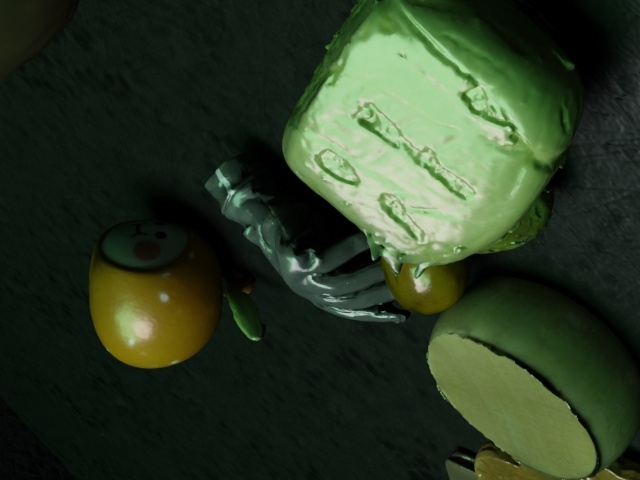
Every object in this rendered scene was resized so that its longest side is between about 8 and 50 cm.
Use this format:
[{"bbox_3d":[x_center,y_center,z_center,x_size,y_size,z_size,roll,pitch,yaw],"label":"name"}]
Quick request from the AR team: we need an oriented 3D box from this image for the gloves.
[{"bbox_3d":[-0.010,0.005,1.823,0.285,0.119,0.142,33,-175,11],"label":"gloves"}]

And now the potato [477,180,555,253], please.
[{"bbox_3d":[0.134,-0.045,1.524,0.225,0.090,0.117,-1,105,47],"label":"potato"}]

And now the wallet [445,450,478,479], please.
[{"bbox_3d":[0.227,0.349,2.089,0.118,0.039,0.153,19,148,35],"label":"wallet"}]

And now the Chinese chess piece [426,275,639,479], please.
[{"bbox_3d":[0.233,0.152,1.694,0.249,0.103,0.250,33,154,18],"label":"Chinese chess piece"}]

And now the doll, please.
[{"bbox_3d":[-0.195,0.072,2.099,0.236,0.213,0.213,1,152,-5],"label":"doll"}]

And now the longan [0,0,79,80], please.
[{"bbox_3d":[-0.410,-0.343,1.500,0.404,0.404,0.436,40,158,3],"label":"longan"}]

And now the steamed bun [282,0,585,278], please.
[{"bbox_3d":[0.104,-0.116,1.366,0.232,0.166,0.273,32,132,-1],"label":"steamed bun"}]

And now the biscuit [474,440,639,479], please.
[{"bbox_3d":[0.352,0.329,1.860,0.376,0.051,0.269,16,143,37],"label":"biscuit"}]

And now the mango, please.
[{"bbox_3d":[0.109,0.025,1.675,0.163,0.089,0.111,172,89,-76],"label":"mango"}]
